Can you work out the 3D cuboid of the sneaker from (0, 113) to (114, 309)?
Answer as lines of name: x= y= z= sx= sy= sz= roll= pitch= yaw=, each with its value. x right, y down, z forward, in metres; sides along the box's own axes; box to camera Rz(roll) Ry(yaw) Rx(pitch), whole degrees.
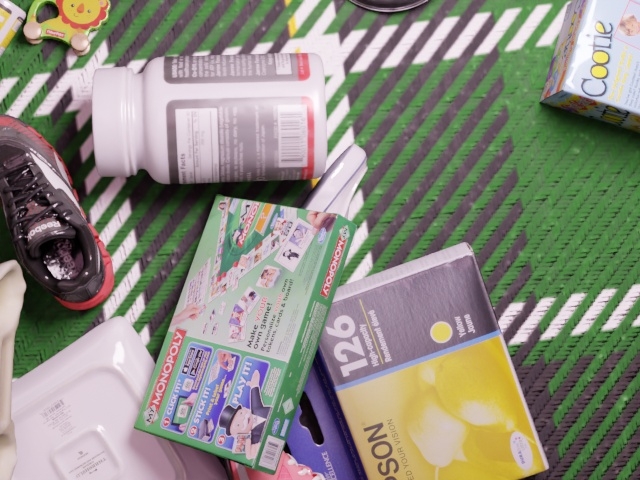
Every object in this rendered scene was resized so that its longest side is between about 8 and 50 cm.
sneaker: x=-0.350 y=-0.039 z=1.818 sx=0.097 sy=0.135 sz=0.276 roll=-28 pitch=90 yaw=-2

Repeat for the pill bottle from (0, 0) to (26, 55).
pill bottle: x=-0.432 y=-0.257 z=1.850 sx=0.065 sy=0.065 sz=0.116 roll=32 pitch=86 yaw=-3

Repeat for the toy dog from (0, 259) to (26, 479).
toy dog: x=-0.584 y=0.179 z=1.679 sx=0.408 sy=0.395 sz=0.284 roll=3 pitch=102 yaw=4

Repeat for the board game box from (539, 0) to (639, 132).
board game box: x=0.444 y=-0.211 z=1.868 sx=0.275 sy=0.142 sz=0.144 roll=17 pitch=88 yaw=-4

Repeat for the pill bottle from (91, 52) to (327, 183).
pill bottle: x=-0.137 y=-0.152 z=1.820 sx=0.283 sy=0.161 sz=0.161 roll=-2 pitch=89 yaw=-3

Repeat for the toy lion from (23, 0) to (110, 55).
toy lion: x=-0.325 y=-0.293 z=1.878 sx=0.100 sy=0.034 sz=0.096 roll=13 pitch=81 yaw=-3

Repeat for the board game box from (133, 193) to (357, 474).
board game box: x=-0.094 y=0.108 z=1.785 sx=0.046 sy=0.213 sz=0.317 roll=29 pitch=77 yaw=-46

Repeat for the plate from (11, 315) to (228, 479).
plate: x=-0.297 y=0.281 z=1.860 sx=0.277 sy=0.045 sz=0.278 roll=-33 pitch=91 yaw=-3

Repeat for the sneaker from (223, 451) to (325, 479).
sneaker: x=-0.036 y=0.324 z=1.844 sx=0.136 sy=0.116 sz=0.314 roll=-20 pitch=94 yaw=-4

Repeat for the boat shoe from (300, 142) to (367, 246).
boat shoe: x=0.000 y=0.000 z=1.869 sx=0.084 sy=0.095 sz=0.258 roll=31 pitch=98 yaw=-7

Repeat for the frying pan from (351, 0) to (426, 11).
frying pan: x=0.150 y=-0.391 z=1.865 sx=0.326 sy=0.053 sz=0.197 roll=4 pitch=99 yaw=11

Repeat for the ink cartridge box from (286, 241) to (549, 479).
ink cartridge box: x=0.094 y=0.195 z=1.832 sx=0.307 sy=0.072 sz=0.303 roll=-21 pitch=102 yaw=2
